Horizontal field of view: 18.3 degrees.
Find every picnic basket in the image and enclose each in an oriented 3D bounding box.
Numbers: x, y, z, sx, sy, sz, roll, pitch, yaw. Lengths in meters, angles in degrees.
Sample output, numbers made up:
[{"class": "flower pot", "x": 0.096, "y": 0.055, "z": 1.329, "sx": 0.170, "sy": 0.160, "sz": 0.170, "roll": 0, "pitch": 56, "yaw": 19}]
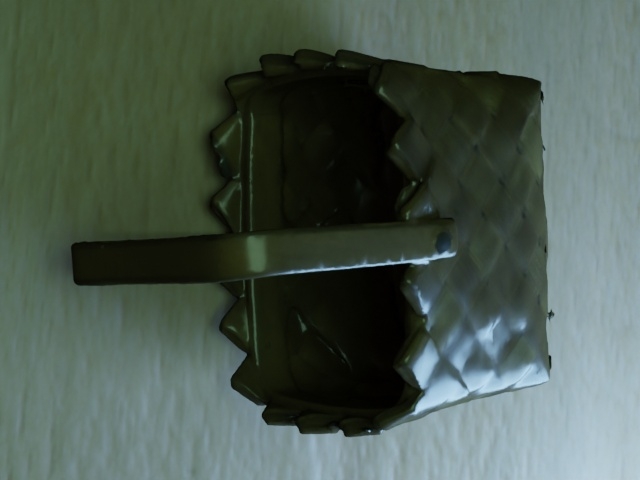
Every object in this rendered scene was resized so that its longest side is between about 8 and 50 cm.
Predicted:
[{"class": "picnic basket", "x": 0.000, "y": 0.000, "z": 1.504, "sx": 0.321, "sy": 0.254, "sz": 0.291, "roll": -5, "pitch": 93, "yaw": -35}]
